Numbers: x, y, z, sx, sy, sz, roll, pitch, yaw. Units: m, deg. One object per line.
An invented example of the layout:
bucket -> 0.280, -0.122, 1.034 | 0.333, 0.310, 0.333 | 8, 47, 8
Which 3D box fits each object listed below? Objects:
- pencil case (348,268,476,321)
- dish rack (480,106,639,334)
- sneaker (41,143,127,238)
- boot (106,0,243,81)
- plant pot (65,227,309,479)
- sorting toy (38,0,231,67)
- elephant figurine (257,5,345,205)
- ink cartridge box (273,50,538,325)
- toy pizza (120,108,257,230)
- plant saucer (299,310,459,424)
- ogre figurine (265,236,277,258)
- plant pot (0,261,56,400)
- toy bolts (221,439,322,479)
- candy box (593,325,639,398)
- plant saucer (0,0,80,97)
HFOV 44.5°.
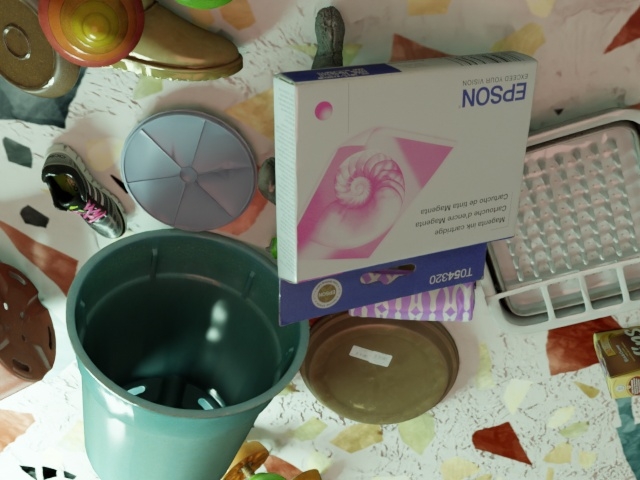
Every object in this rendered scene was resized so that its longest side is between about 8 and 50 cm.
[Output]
pencil case -> 0.142, 0.079, 1.212 | 0.206, 0.086, 0.088 | 0, 116, 5
dish rack -> 0.355, -0.028, 1.132 | 0.286, 0.072, 0.332 | -16, 122, 15
sneaker -> -0.356, -0.059, 1.163 | 0.063, 0.074, 0.170 | -23, 120, 18
boot -> -0.209, -0.338, 0.956 | 0.236, 0.089, 0.269 | 6, 123, 0
plant pot -> -0.225, 0.216, 1.208 | 0.341, 0.341, 0.334 | 16, 132, -7
sorting toy -> -0.144, -0.305, 0.874 | 0.366, 0.126, 0.127 | -31, 118, -4
elephant figurine -> 0.016, -0.140, 1.011 | 0.186, 0.169, 0.239 | 30, 131, 8
ink cartridge box -> 0.104, -0.054, 0.968 | 0.324, 0.071, 0.330 | -11, 117, -23
toy pizza -> -0.191, -0.103, 1.147 | 0.201, 0.032, 0.201 | 2, 123, 3
plant saucer -> 0.098, 0.222, 1.341 | 0.278, 0.041, 0.277 | 3, 124, 4
ogre figurine -> 0.000, 0.000, 1.169 | 0.118, 0.096, 0.197 | 23, 155, -26
plant pot -> -0.589, 0.172, 1.243 | 0.265, 0.272, 0.272 | -22, 120, 8
toy bolts -> -0.137, 0.468, 1.501 | 0.218, 0.158, 0.228 | 8, 125, -52
candy box -> 0.541, 0.184, 1.240 | 0.187, 0.109, 0.053 | -12, 123, 12
plant saucer -> -0.388, -0.262, 1.020 | 0.168, 0.029, 0.168 | 14, 124, 22
